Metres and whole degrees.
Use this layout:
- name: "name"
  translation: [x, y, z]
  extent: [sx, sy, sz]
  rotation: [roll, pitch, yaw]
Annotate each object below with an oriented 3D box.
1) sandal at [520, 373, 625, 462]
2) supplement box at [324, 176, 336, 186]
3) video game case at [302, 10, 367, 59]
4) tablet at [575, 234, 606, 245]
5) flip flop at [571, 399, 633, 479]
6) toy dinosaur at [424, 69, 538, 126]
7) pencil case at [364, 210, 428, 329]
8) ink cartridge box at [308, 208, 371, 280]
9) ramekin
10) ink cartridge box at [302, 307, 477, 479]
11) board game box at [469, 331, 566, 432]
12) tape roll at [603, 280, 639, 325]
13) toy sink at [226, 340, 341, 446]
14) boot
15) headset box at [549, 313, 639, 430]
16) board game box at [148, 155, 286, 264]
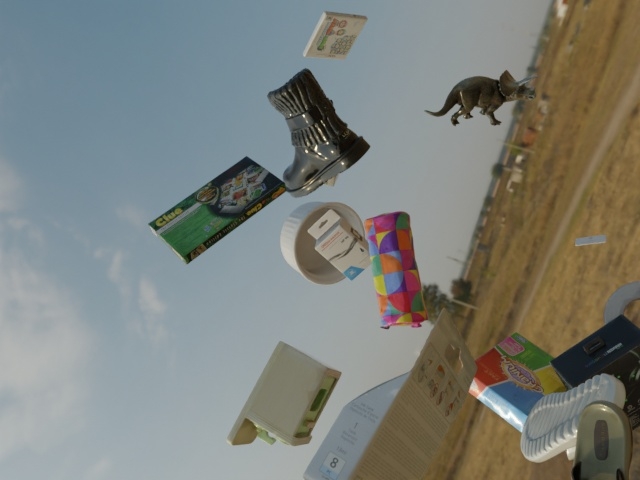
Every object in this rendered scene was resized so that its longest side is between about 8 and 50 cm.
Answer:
- name: "sandal"
  translation: [0.560, 0.417, 1.443]
  extent: [0.169, 0.102, 0.416]
  rotation: [-61, -5, -25]
- name: "supplement box"
  translation: [0.034, -0.205, 1.933]
  extent: [0.098, 0.036, 0.062]
  rotation: [-65, -13, -67]
- name: "video game case"
  translation: [0.041, -0.584, 1.867]
  extent: [0.143, 0.019, 0.157]
  rotation: [-5, -31, -31]
- name: "tablet"
  translation: [0.778, -0.001, 1.878]
  extent: [0.054, 0.083, 0.006]
  rotation: [-46, -57, -59]
- name: "flip flop"
  translation: [0.440, 0.390, 1.023]
  extent: [0.080, 0.112, 0.277]
  rotation: [24, -113, -44]
- name: "toy dinosaur"
  translation: [0.455, -0.420, 1.895]
  extent: [0.121, 0.313, 0.160]
  rotation: [-89, -2, -53]
- name: "pencil case"
  translation: [0.151, 0.062, 1.308]
  extent: [0.104, 0.104, 0.237]
  rotation: [21, -120, -77]
- name: "ink cartridge box"
  translation: [0.058, 0.012, 1.800]
  extent: [0.104, 0.180, 0.060]
  rotation: [-43, 15, 22]
- name: "ramekin"
  translation: [0.000, 0.000, 2.181]
  extent: [0.277, 0.135, 0.277]
  rotation: [-7, -76, -30]
- name: "ink cartridge box"
  translation: [0.152, 0.339, 1.249]
  extent: [0.385, 0.091, 0.308]
  rotation: [-58, -37, -16]
- name: "board game box"
  translation: [0.604, 0.422, 1.980]
  extent: [0.316, 0.242, 0.064]
  rotation: [-20, -46, -42]
- name: "tape roll"
  translation: [0.973, 0.233, 1.969]
  extent: [0.072, 0.219, 0.219]
  rotation: [19, -90, -69]
- name: "toy sink"
  translation: [-0.068, 0.351, 1.374]
  extent: [0.234, 0.131, 0.153]
  rotation: [-61, -19, -8]
- name: "boot"
  translation: [-0.052, -0.270, 1.664]
  extent: [0.348, 0.260, 0.131]
  rotation: [-26, 22, 53]
- name: "headset box"
  translation: [0.807, 0.379, 1.796]
  extent: [0.246, 0.283, 0.131]
  rotation: [-36, 25, 6]
- name: "board game box"
  translation: [-0.209, -0.068, 1.334]
  extent: [0.259, 0.136, 0.030]
  rotation: [-38, -35, -20]
